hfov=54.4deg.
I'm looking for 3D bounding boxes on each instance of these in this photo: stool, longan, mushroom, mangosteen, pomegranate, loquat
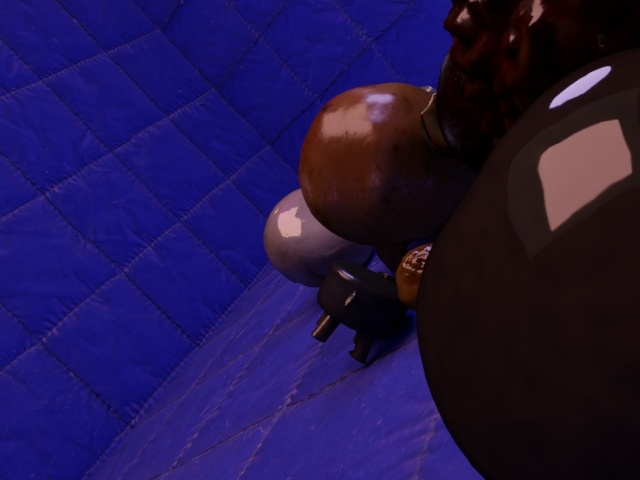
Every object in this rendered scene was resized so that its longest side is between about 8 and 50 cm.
[{"bbox_3d":[0.082,0.126,1.112,0.153,0.228,0.139,37,104,42],"label":"stool"},{"bbox_3d":[0.197,0.043,0.398,0.288,0.288,0.350,-48,-3,-32],"label":"longan"},{"bbox_3d":[0.000,-0.029,1.768,0.315,0.315,0.356,-42,10,17],"label":"mushroom"},{"bbox_3d":[0.337,-0.246,1.063,0.330,0.330,0.330,-43,7,7],"label":"mangosteen"},{"bbox_3d":[0.145,-0.132,1.357,0.410,0.410,0.410,-43,7,7],"label":"pomegranate"},{"bbox_3d":[0.185,0.057,1.007,0.137,0.113,0.137,-29,-15,-9],"label":"loquat"}]

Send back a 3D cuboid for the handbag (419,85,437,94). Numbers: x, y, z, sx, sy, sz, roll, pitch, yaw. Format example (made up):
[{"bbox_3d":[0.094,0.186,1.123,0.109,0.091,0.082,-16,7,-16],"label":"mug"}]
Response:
[{"bbox_3d":[0.355,-0.349,1.789,0.079,0.256,0.219,-48,14,12],"label":"handbag"}]

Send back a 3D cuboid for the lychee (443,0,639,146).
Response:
[{"bbox_3d":[0.364,-0.257,0.634,0.500,0.424,0.424,-30,3,-17],"label":"lychee"}]
